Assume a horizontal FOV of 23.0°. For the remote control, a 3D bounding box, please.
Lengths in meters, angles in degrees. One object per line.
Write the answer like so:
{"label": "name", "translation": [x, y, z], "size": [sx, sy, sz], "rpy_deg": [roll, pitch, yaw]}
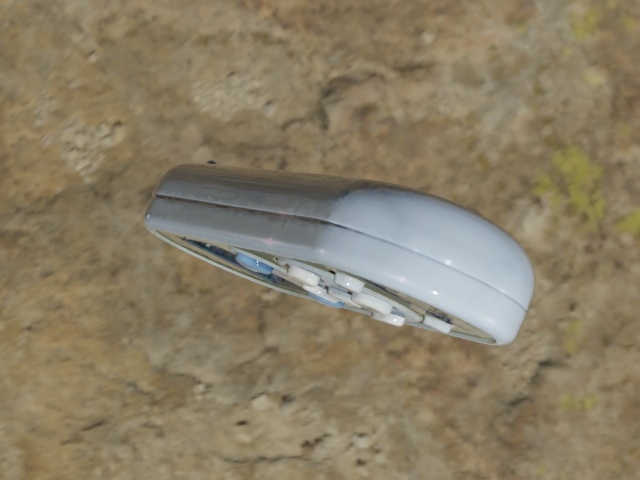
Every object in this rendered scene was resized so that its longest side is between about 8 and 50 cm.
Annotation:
{"label": "remote control", "translation": [0.000, 0.000, 0.637], "size": [0.087, 0.244, 0.047], "rpy_deg": [23, 84, -27]}
